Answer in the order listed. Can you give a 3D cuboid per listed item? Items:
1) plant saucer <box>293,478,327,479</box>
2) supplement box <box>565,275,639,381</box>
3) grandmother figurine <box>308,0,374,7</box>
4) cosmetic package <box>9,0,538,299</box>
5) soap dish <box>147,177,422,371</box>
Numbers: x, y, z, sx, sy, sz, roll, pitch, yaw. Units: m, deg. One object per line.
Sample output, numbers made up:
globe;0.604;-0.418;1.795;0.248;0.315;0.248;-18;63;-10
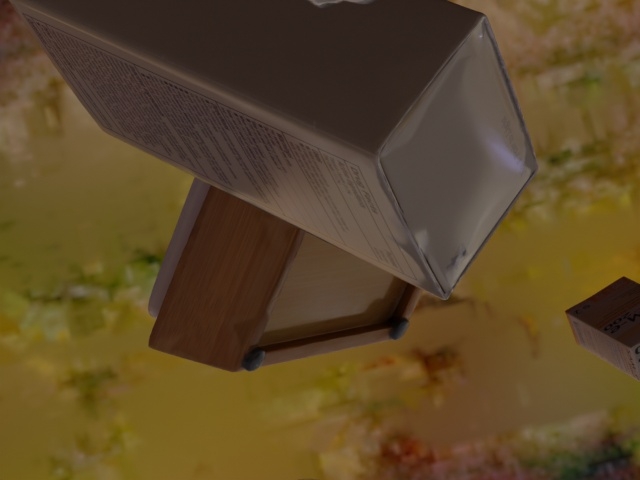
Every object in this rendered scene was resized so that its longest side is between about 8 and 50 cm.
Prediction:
plant saucer;0.032;0.268;1.154;0.036;0.198;0.199;-38;160;33
supplement box;0.247;0.069;1.179;0.062;0.036;0.098;-29;-156;-14
grandmother figurine;0.035;-0.233;0.509;0.104;0.208;0.342;-21;138;-38
cosmetic package;-0.033;-0.100;0.933;0.309;0.113;0.160;26;160;31
soap dish;0.000;0.000;1.349;0.291;0.118;0.229;-6;127;-50
